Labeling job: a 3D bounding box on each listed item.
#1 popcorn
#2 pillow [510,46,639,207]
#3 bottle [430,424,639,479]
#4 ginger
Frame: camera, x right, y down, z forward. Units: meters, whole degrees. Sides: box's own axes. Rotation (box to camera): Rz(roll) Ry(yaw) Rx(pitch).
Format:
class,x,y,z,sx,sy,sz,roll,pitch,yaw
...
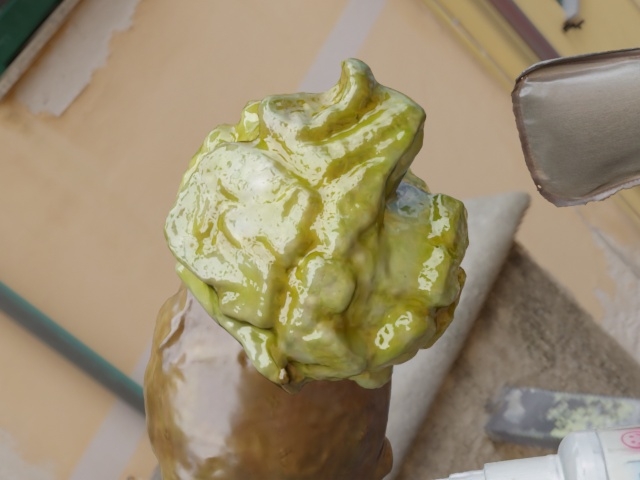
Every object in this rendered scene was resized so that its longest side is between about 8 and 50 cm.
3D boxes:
class,x,y,z,sx,sy,sz,roll,pitch,yaw
popcorn,0.001,-0.001,0.637,0.167,0.187,0.185,-40,9,-10
pillow,0.266,-0.098,0.781,0.233,0.130,0.038,-12,30,10
bottle,0.136,0.104,0.429,0.217,0.060,0.060,-6,34,6
ginger,-0.041,0.123,0.844,0.269,0.200,0.223,110,148,-46
